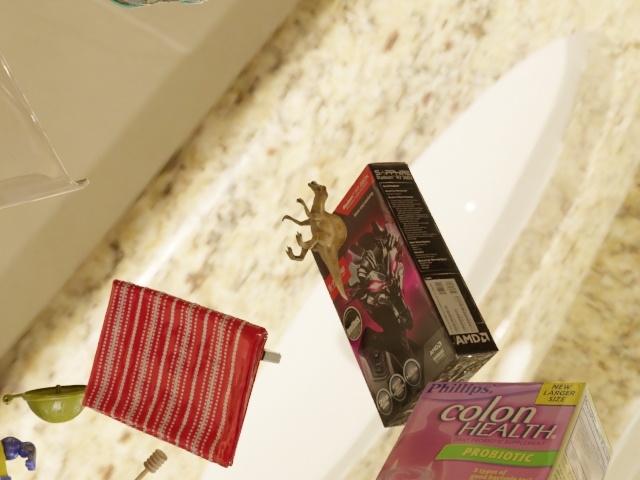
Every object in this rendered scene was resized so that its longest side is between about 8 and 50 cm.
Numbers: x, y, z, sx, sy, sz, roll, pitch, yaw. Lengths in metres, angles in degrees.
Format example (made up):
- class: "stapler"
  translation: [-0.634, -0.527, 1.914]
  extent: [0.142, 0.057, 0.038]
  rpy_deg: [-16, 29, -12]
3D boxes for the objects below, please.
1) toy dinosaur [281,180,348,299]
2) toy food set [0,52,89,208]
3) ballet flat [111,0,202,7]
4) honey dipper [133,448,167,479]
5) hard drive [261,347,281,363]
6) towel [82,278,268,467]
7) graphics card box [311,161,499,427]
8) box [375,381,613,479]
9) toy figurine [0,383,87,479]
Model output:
- class: "toy dinosaur"
  translation: [0.000, 0.000, 1.511]
  extent: [0.093, 0.183, 0.053]
  rpy_deg: [-10, 175, -30]
- class: "toy food set"
  translation: [-0.483, -0.173, 1.461]
  extent: [0.092, 0.220, 0.306]
  rpy_deg: [-83, 156, -52]
- class: "ballet flat"
  translation: [-0.163, -0.290, 1.139]
  extent: [0.070, 0.070, 0.188]
  rpy_deg: [-68, 168, 24]
- class: "honey dipper"
  translation: [-0.342, 0.448, 1.930]
  extent: [0.160, 0.030, 0.030]
  rpy_deg: [-48, 156, 11]
- class: "hard drive"
  translation: [-0.126, 0.190, 1.839]
  extent: [0.135, 0.094, 0.022]
  rpy_deg: [41, 67, -77]
- class: "towel"
  translation: [-0.206, 0.179, 1.451]
  extent: [0.031, 0.275, 0.198]
  rpy_deg: [13, 92, -61]
- class: "graphics card box"
  translation: [0.121, 0.085, 1.689]
  extent: [0.094, 0.371, 0.233]
  rpy_deg: [-2, 146, -34]
- class: "box"
  translation: [0.191, 0.284, 1.209]
  extent: [0.243, 0.214, 0.117]
  rpy_deg: [-52, 126, -43]
- class: "toy figurine"
  translation: [-0.585, 0.379, 1.862]
  extent: [0.363, 0.217, 0.191]
  rpy_deg: [-2, 169, -29]
